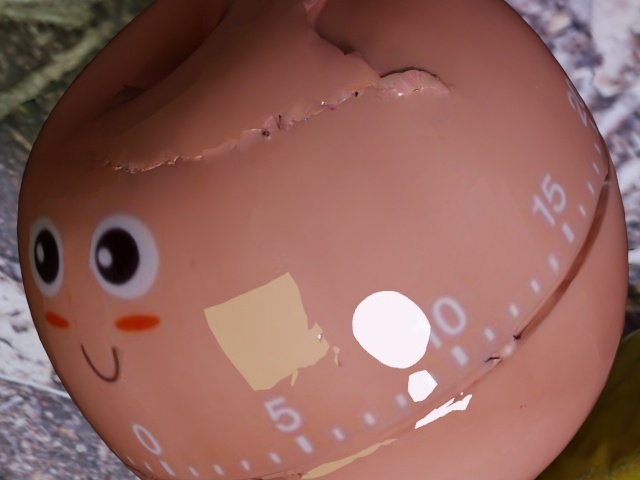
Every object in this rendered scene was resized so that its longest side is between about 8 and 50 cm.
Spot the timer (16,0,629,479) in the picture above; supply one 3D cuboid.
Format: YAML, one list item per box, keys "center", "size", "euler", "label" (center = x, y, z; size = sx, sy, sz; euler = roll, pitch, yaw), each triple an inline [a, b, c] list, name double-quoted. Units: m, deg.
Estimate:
- center: [0.000, 0.000, 0.562]
  size: [0.229, 0.230, 0.215]
  euler: [-18, 118, 33]
  label: "timer"

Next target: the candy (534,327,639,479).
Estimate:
- center: [0.223, 0.143, 0.696]
  size: [0.259, 0.118, 0.260]
  euler: [13, 136, 13]
  label: "candy"
